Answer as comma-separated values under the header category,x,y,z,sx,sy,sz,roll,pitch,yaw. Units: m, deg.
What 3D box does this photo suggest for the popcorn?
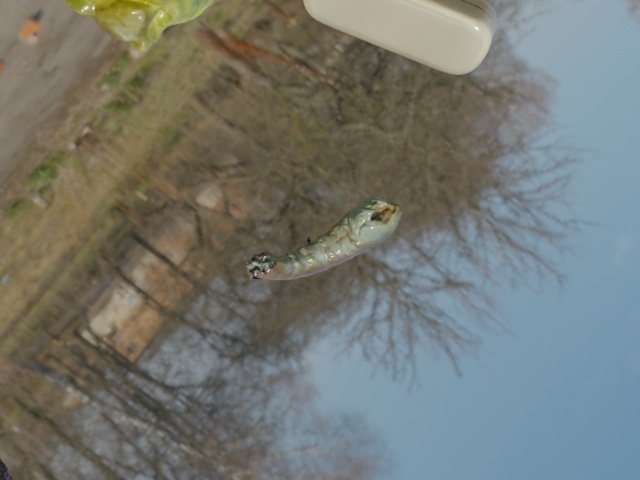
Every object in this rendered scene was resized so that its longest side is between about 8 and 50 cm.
category,x,y,z,sx,sy,sz,roll,pitch,yaw
popcorn,-0.072,-0.117,0.392,0.059,0.068,0.083,-25,-116,52

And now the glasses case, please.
category,x,y,z,sx,sy,sz,roll,pitch,yaw
glasses case,0.080,-0.233,1.008,0.083,0.196,0.050,117,-7,-49

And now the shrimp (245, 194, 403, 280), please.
category,x,y,z,sx,sy,sz,roll,pitch,yaw
shrimp,0.000,0.000,1.114,0.166,0.049,0.161,-10,161,-40

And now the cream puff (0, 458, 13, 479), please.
category,x,y,z,sx,sy,sz,roll,pitch,yaw
cream puff,-0.289,0.174,0.692,0.149,0.084,0.149,-15,162,-5
